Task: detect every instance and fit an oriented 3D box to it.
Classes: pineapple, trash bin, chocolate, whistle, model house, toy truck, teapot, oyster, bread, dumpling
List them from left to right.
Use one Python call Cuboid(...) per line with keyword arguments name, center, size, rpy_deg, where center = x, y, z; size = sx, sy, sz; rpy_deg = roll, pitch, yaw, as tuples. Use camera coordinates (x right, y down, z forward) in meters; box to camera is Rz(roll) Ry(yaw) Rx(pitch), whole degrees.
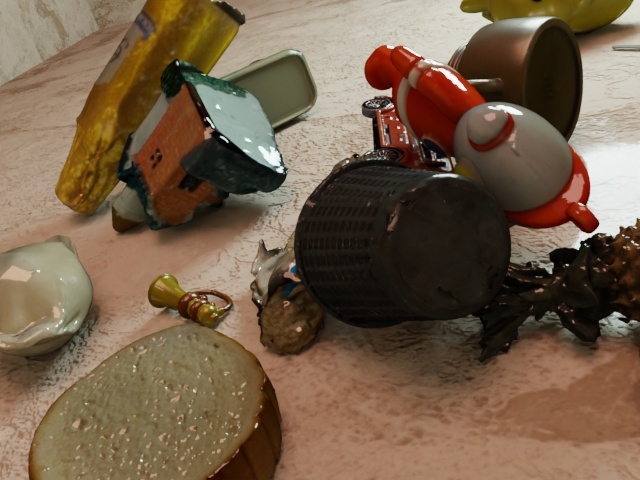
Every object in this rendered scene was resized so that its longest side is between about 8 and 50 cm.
Cuboid(name="dumpling", center=(-0.374, 0.071, 0.810), size=(0.162, 0.132, 0.250), rpy_deg=(-18, 29, -9))
Cuboid(name="chocolate", center=(-0.311, -0.239, 1.111), size=(0.445, 0.162, 0.162), rpy_deg=(-55, 33, 6))
Cuboid(name="bread", center=(-0.145, 0.176, 0.580), size=(0.236, 0.070, 0.236), rpy_deg=(-12, 31, 7))
Cuboid(name="model house", center=(-0.224, -0.111, 1.035), size=(0.291, 0.184, 0.253), rpy_deg=(-42, 50, 17))
Cuboid(name="whistle", center=(-0.155, 0.079, 0.792), size=(0.109, 0.057, 0.046), rpy_deg=(18, 89, 33))
Cuboid(name="oyster", center=(0.000, 0.000, 0.740), size=(0.223, 0.083, 0.214), rpy_deg=(-50, 17, 17))
Cuboid(name="toy truck", center=(0.118, -0.109, 0.880), size=(0.114, 0.107, 0.252), rpy_deg=(-4, 34, 5))
Cuboid(name="trash bin", center=(0.083, 0.003, 0.587), size=(0.175, 0.175, 0.161), rpy_deg=(-28, 9, -18))
Cuboid(name="teapot", center=(0.239, -0.207, 0.894), size=(0.268, 0.185, 0.175), rpy_deg=(-11, 12, -44))
Cuboid(name="pineapple", center=(0.252, 0.039, 0.581), size=(0.251, 0.125, 0.125), rpy_deg=(-16, 28, 24))

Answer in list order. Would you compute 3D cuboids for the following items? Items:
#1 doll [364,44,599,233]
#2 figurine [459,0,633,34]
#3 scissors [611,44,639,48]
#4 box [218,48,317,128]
Cuboid(name="doll", center=(0.162, -0.100, 0.669), size=(0.105, 0.200, 0.336), rpy_deg=(-45, 44, 5))
Cuboid(name="figurine", center=(0.439, -0.468, 1.246), size=(0.327, 0.169, 0.218), rpy_deg=(-17, 53, -11))
Cuboid(name="scissors", center=(0.590, -0.330, 1.097), size=(0.100, 0.015, 0.189), rpy_deg=(-35, 32, -31))
Cuboid(name="box", center=(-0.162, -0.277, 1.296), size=(0.274, 0.138, 0.178), rpy_deg=(-28, 23, -19))
